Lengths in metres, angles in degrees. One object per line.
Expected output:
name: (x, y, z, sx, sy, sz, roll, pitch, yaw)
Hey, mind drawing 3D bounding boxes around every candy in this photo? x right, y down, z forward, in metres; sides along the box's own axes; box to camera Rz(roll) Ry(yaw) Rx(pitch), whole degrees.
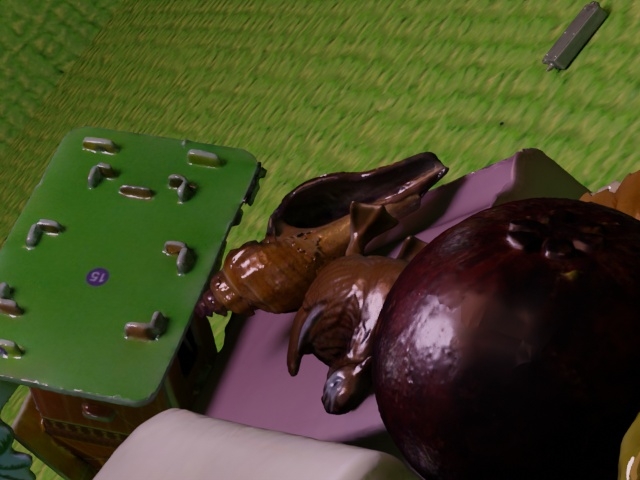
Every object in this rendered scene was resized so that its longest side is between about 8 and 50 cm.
candy: (-0.019, 0.233, 1.216, 0.145, 0.208, 0.359, -56, 22, -16)

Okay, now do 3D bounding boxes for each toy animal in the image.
toy animal: (0.018, 0.071, 1.263, 0.188, 0.089, 0.179, -41, 21, 52)

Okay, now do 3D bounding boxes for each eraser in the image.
eraser: (0.048, 0.096, 1.432, 0.359, 0.122, 0.272, -25, 35, 49)

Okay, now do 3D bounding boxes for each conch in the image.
conch: (-0.002, 0.000, 1.421, 0.233, 0.086, 0.080, -40, -18, -4)

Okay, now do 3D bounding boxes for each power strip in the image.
power strip: (0.244, -0.195, 1.653, 0.083, 0.017, 0.027, -52, 21, -5)

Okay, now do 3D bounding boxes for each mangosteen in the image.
mangosteen: (0.149, 0.107, 1.133, 0.235, 0.235, 0.261, -98, 8, -62)

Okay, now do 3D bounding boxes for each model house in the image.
model house: (-0.234, 0.100, 1.681, 0.340, 0.323, 0.300, 9, 51, 16)

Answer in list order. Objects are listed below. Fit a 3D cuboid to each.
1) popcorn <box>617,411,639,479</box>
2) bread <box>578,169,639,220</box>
popcorn: (0.276, 0.095, 0.751, 0.334, 0.292, 0.293, -38, -33, -51)
bread: (0.230, 0.002, 1.273, 0.125, 0.082, 0.106, -28, 23, 37)
